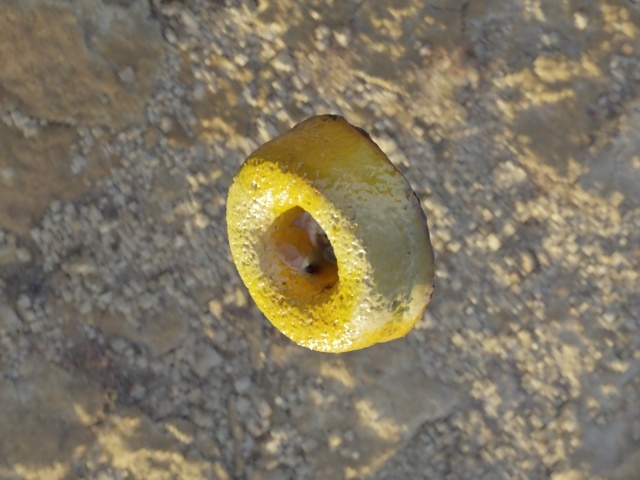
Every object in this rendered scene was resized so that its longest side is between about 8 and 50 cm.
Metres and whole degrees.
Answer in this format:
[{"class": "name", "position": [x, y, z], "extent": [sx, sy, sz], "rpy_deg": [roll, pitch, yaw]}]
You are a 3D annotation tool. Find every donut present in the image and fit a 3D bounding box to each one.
[{"class": "donut", "position": [0.000, 0.000, 0.861], "extent": [0.058, 0.152, 0.152], "rpy_deg": [-21, 128, -40]}]
